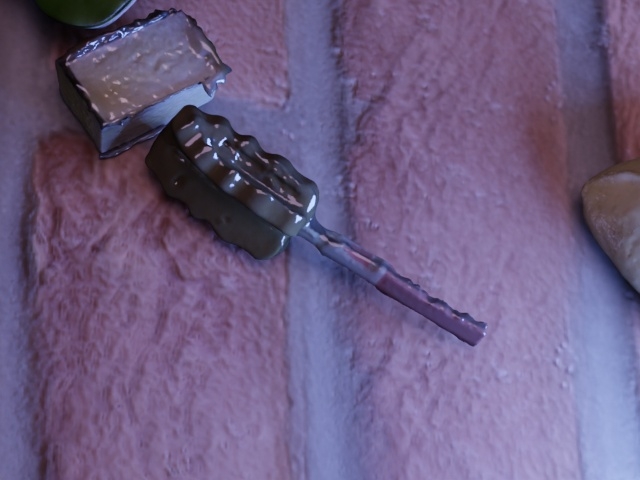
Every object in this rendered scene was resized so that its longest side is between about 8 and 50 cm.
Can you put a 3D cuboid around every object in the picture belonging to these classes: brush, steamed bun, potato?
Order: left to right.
[{"bbox_3d":[-0.141,-0.126,1.398,0.122,0.061,0.086,-27,77,-25],"label":"potato"},{"bbox_3d":[0.000,0.000,1.377,0.301,0.084,0.071,34,63,-6],"label":"brush"},{"bbox_3d":[0.353,-0.011,1.455,0.212,0.110,0.231,-39,85,-25],"label":"steamed bun"}]

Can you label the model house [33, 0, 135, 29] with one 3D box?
[{"bbox_3d":[-0.196,-0.318,1.440,0.294,0.154,0.207,43,107,14],"label":"model house"}]
